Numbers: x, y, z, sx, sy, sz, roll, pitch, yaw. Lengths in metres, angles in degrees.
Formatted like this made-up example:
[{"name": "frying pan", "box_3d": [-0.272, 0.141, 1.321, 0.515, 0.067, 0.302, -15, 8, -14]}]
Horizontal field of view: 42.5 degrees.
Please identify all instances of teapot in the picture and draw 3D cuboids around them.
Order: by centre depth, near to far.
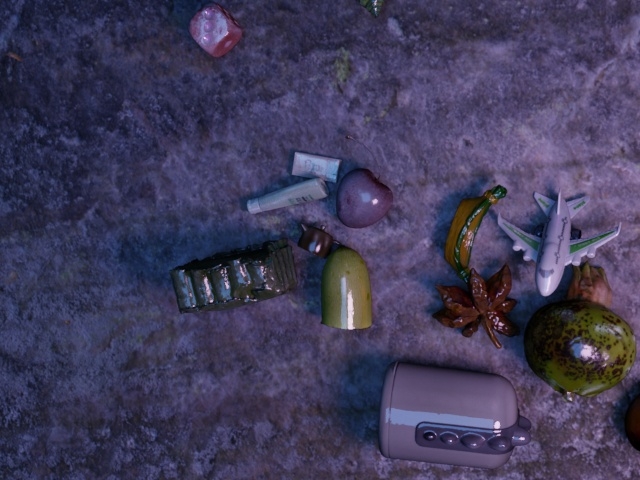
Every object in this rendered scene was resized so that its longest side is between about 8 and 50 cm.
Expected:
[{"name": "teapot", "box_3d": [0.000, 0.000, 1.880, 0.121, 0.076, 0.068, 25, 91, -17]}]

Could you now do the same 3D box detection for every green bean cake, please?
[{"name": "green bean cake", "box_3d": [-0.187, 0.082, 1.839, 0.241, 0.255, 0.132, -10, 95, 10]}]

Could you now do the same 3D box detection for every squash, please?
[{"name": "squash", "box_3d": [0.058, 0.104, 1.854, 0.123, 0.123, 0.187, 0, 91, 14]}]

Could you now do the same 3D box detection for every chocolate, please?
[{"name": "chocolate", "box_3d": [0.720, 0.368, 1.700, 0.176, 0.177, 0.177, 1, 95, 14]}]

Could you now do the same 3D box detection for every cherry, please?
[{"name": "cherry", "box_3d": [0.073, -0.112, 1.842, 0.188, 0.115, 0.148, 43, 141, 14]}]

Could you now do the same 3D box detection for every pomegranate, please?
[{"name": "pomegranate", "box_3d": [0.545, 0.193, 1.718, 0.221, 0.277, 0.204, 10, 133, 21]}]

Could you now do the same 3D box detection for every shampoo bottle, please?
[{"name": "shampoo bottle", "box_3d": [-0.079, -0.101, 1.898, 0.190, 0.069, 0.041, -14, 66, 19]}]

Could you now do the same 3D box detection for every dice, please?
[{"name": "dice", "box_3d": [-0.242, -0.483, 1.887, 0.093, 0.094, 0.091, -43, 83, 12]}]

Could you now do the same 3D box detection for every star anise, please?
[{"name": "star anise", "box_3d": [0.343, 0.141, 1.773, 0.212, 0.111, 0.196, 13, 110, 3]}]

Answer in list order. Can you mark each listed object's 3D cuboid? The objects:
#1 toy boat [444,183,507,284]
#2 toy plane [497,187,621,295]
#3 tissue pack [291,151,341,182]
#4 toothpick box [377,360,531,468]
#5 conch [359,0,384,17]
[{"name": "toy boat", "box_3d": [0.330, -0.020, 1.783, 0.088, 0.089, 0.230, 23, 109, 23]}, {"name": "toy plane", "box_3d": [0.489, 0.010, 1.718, 0.251, 0.101, 0.255, 5, 60, 23]}, {"name": "tissue pack", "box_3d": [-0.009, -0.169, 1.891, 0.108, 0.023, 0.056, 10, 98, 13]}, {"name": "toothpick box", "box_3d": [0.288, 0.381, 1.757, 0.316, 0.229, 0.229, 4, 95, 13]}, {"name": "conch", "box_3d": [0.109, -0.581, 1.810, 0.094, 0.079, 0.201, 3, 86, -5]}]
